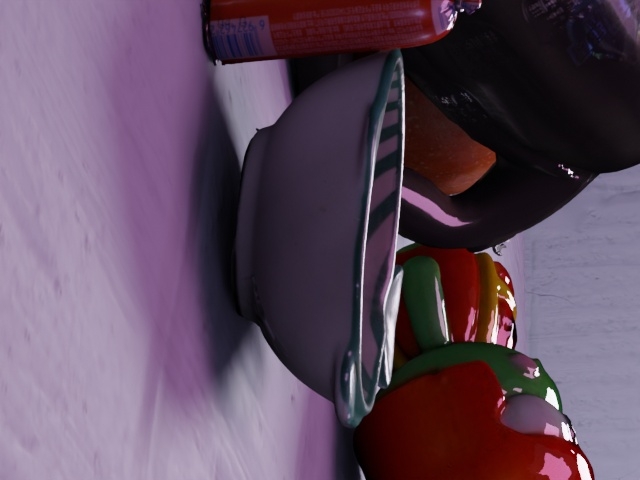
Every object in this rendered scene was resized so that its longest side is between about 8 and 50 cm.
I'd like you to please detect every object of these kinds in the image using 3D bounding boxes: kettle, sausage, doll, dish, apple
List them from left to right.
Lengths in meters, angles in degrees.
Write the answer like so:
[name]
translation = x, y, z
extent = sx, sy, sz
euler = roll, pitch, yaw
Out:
[dish]
translation = 0.000, 0.000, 0.864
extent = 0.246, 0.078, 0.224
euler = 80, 16, -63
[sausage]
translation = 0.012, -0.119, 0.816
extent = 0.048, 0.145, 0.050
euler = 64, 27, -52
[apple]
translation = 0.110, -0.137, 1.303
extent = 0.201, 0.162, 0.201
euler = -5, 90, -81
[doll]
translation = 0.112, 0.166, 1.153
extent = 0.182, 0.160, 0.363
euler = 70, 0, -52
[kettle]
translation = 0.130, -0.146, 1.102
extent = 0.324, 0.321, 0.228
euler = 45, -7, -36

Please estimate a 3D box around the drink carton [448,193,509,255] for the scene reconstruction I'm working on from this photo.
[drink carton]
translation = 0.186, -0.129, 1.552
extent = 0.271, 0.108, 0.161
euler = -65, 170, 2
